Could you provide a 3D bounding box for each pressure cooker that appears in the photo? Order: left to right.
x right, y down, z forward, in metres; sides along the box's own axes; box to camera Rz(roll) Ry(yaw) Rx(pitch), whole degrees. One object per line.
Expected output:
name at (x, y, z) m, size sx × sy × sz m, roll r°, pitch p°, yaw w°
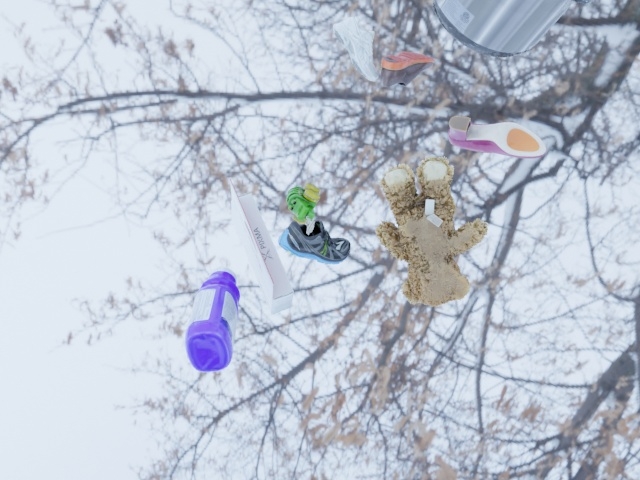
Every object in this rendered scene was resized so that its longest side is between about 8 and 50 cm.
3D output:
pressure cooker at (0.527, -0.731, 1.805) m, size 0.370 × 0.420 × 0.375 m, roll 17°, pitch -119°, yaw -11°

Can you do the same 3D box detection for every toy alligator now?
toy alligator at (-0.035, -0.061, 1.202) m, size 0.051 × 0.056 × 0.189 m, roll 25°, pitch -161°, yaw -9°

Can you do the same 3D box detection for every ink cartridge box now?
ink cartridge box at (-0.138, 0.011, 1.621) m, size 0.060 × 0.239 × 0.275 m, roll -20°, pitch -108°, yaw -14°

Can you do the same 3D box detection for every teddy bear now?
teddy bear at (0.245, -0.023, 1.581) m, size 0.245 × 0.113 × 0.338 m, roll -29°, pitch -91°, yaw 8°

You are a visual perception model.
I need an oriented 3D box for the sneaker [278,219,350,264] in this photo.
sneaker at (0.000, 0.000, 1.417) m, size 0.188 × 0.078 × 0.067 m, roll 12°, pitch -157°, yaw -44°

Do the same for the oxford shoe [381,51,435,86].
oxford shoe at (0.294, -0.586, 2.382) m, size 0.097 × 0.098 × 0.271 m, roll 31°, pitch -144°, yaw 35°

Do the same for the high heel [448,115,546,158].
high heel at (0.429, -0.236, 1.704) m, size 0.244 × 0.117 × 0.082 m, roll 15°, pitch -102°, yaw 18°

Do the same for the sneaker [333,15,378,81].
sneaker at (0.145, -0.644, 2.316) m, size 0.115 × 0.232 × 0.090 m, roll -34°, pitch -161°, yaw -1°

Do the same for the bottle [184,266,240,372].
bottle at (-0.224, 0.155, 1.487) m, size 0.092 × 0.118 × 0.283 m, roll -6°, pitch -151°, yaw 2°
